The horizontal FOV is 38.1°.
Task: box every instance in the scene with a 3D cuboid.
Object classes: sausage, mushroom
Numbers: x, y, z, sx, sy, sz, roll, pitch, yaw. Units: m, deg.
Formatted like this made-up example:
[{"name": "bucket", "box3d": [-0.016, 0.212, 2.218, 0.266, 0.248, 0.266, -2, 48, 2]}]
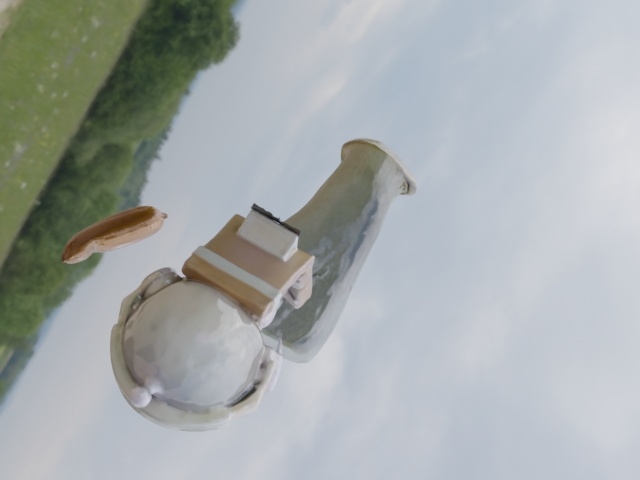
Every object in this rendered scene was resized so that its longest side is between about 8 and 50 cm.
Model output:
[{"name": "sausage", "box3d": [-0.320, -0.012, 1.431, 0.183, 0.054, 0.062, -23, 174, -24]}, {"name": "mushroom", "box3d": [0.000, 0.000, 1.133, 0.122, 0.159, 0.328, 15, -119, 41]}]

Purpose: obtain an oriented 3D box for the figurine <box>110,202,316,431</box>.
[{"name": "figurine", "box3d": [-0.103, 0.083, 0.875, 0.236, 0.163, 0.141, -56, 172, -38]}]
